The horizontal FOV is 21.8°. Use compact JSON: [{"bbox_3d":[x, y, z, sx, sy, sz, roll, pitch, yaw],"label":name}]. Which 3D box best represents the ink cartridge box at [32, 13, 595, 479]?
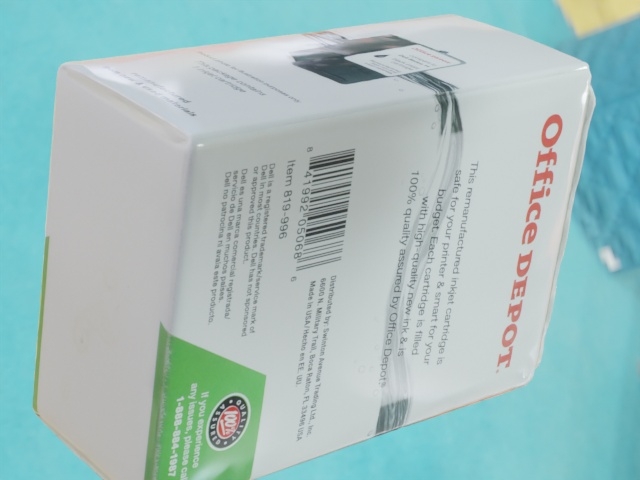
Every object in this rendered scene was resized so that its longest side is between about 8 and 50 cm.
[{"bbox_3d":[0.000,0.000,0.658,0.208,0.087,0.153,-12,121,-39],"label":"ink cartridge box"}]
